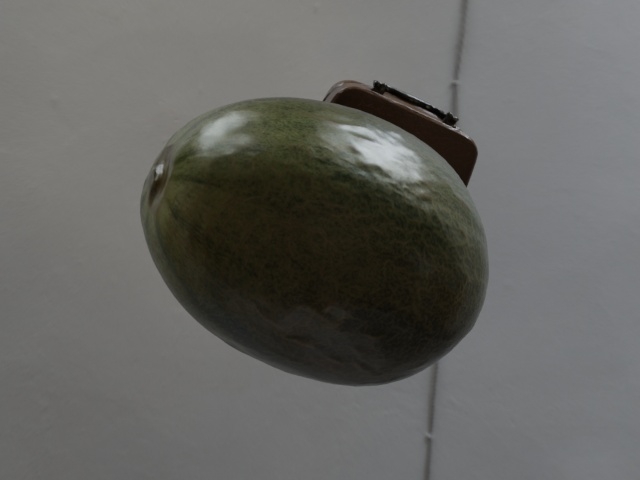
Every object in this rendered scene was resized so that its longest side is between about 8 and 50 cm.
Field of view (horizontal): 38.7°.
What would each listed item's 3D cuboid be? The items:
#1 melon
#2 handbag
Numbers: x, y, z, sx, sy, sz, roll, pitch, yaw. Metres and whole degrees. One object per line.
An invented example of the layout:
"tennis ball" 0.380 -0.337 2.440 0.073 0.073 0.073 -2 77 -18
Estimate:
"melon" 0.000 0.000 0.812 0.329 0.248 0.248 25 -86 -30
"handbag" 0.075 -0.097 1.037 0.193 0.072 0.151 20 -76 -9
